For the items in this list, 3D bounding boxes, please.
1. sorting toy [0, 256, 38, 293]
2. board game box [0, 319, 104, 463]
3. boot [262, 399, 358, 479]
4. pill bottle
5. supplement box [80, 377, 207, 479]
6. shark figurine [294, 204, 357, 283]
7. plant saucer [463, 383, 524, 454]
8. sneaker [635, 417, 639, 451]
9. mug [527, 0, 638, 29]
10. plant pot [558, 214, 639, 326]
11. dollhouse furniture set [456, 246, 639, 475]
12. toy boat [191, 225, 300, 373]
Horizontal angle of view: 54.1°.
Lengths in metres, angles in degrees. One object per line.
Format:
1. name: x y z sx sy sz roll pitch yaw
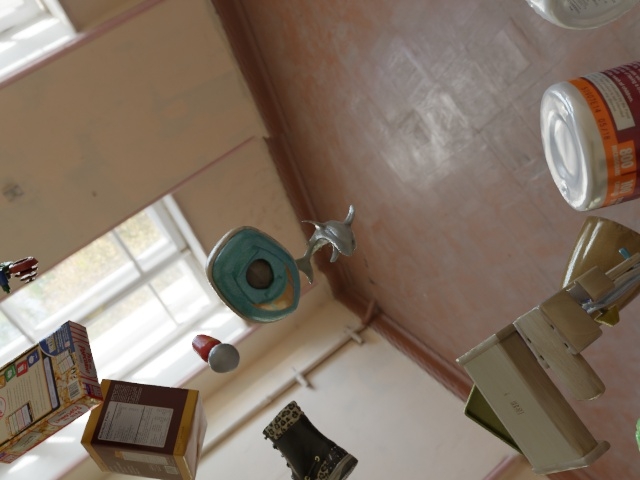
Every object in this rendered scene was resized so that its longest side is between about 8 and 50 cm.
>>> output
1. sorting toy: -0.519 0.061 1.055 0.061 0.102 0.042 -54 -51 -63
2. board game box: -0.451 0.241 1.005 0.045 0.193 0.147 47 -168 -55
3. boot: -0.048 0.444 1.239 0.178 0.085 0.236 43 120 17
4. pill bottle: 0.590 -0.200 1.029 0.224 0.392 0.224 -15 -90 -84
5. supplement box: -0.341 0.382 1.246 0.194 0.129 0.191 7 144 1
6. shark figurine: -0.010 -0.008 1.565 0.116 0.166 0.278 21 153 -24
7. plant saucer: 0.414 0.357 1.424 0.188 0.188 0.045 36 155 -13
8. sneaker: 0.708 0.363 0.892 0.483 0.202 0.185 20 142 28
9. mug: 0.456 -0.593 1.142 0.374 0.276 0.328 36 -136 -48
10. plant pot: 0.755 0.102 1.685 0.237 0.254 0.237 33 -179 -1
11. dollhouse furniture set: 0.404 0.149 0.889 0.198 0.303 0.286 56 156 15
12. toy boat: -0.165 0.143 1.402 0.267 0.318 0.148 41 164 -36
